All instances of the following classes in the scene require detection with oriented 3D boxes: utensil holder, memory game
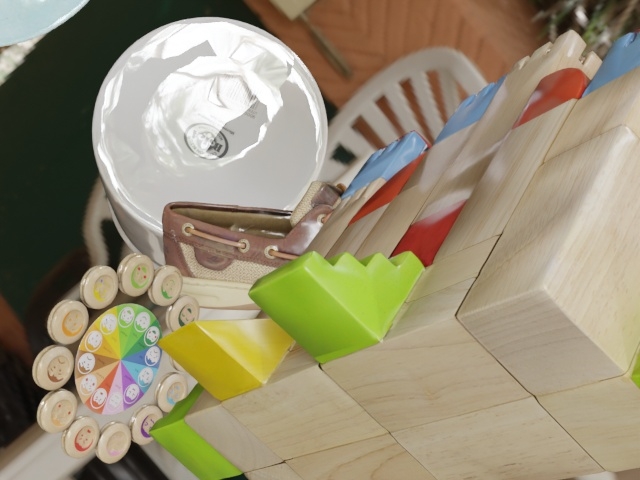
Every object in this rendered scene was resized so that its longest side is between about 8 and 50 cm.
[{"bbox_3d":[-0.160,-0.112,1.567,0.328,0.327,0.385,-41,-2,-9],"label":"utensil holder"},{"bbox_3d":[-0.168,0.102,0.929,0.012,0.186,0.186,15,43,37],"label":"memory game"}]

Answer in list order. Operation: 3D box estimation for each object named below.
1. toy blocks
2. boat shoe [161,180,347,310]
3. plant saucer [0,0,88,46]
[{"bbox_3d":[0.093,0.003,0.578,0.381,0.191,0.261,-28,21,52],"label":"toy blocks"},{"bbox_3d":[0.000,0.000,1.122,0.342,0.123,0.123,1,22,12],"label":"boat shoe"},{"bbox_3d":[-0.228,-0.227,0.730,0.195,0.195,0.037,-40,41,-6],"label":"plant saucer"}]
